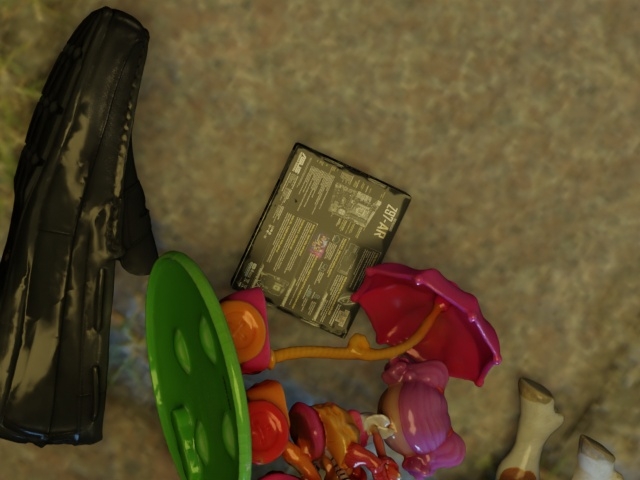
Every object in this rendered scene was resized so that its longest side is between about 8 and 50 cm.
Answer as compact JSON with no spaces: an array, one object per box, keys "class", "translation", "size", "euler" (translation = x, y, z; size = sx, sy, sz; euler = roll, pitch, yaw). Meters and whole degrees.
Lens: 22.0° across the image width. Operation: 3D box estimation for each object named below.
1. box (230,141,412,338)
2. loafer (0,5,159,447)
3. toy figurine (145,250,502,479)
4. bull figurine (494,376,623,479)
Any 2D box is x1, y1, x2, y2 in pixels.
[{"class":"box","translation":[0.000,0.000,0.855],"size":[0.067,0.018,0.083],"euler":[24,96,-7]},{"class":"loafer","translation":[-0.117,-0.004,0.825],"size":[0.078,0.076,0.223],"euler":[13,96,-19]},{"class":"toy figurine","translation":[0.015,0.077,0.796],"size":[0.159,0.130,0.173],"euler":[-10,82,-22]},{"class":"bull figurine","translation":[0.120,0.195,0.848],"size":[0.310,0.101,0.188],"euler":[32,99,-7]}]
